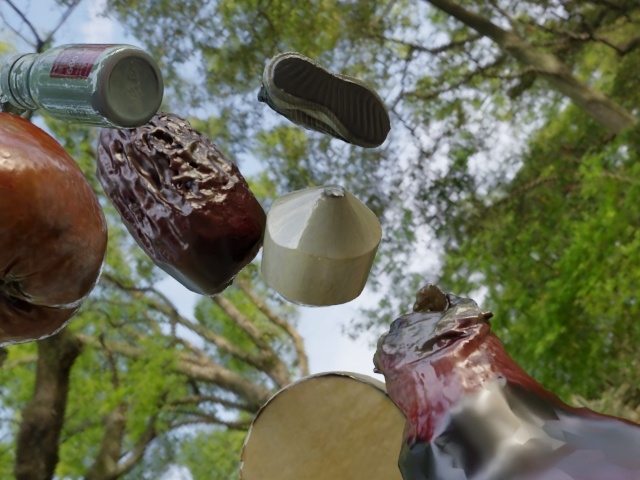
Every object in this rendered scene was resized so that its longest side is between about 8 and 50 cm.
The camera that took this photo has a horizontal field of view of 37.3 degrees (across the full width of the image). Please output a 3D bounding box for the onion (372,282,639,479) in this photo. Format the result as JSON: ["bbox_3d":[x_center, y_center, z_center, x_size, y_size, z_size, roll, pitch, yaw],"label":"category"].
[{"bbox_3d":[0.148,0.213,0.591,0.398,0.421,0.398,-8,-20,-3],"label":"onion"}]

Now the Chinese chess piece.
[{"bbox_3d":[0.022,0.295,1.210,0.257,0.257,0.104,-47,-22,-5],"label":"Chinese chess piece"}]

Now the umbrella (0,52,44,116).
[{"bbox_3d":[-0.412,-0.188,1.276,0.188,0.046,0.050,-38,12,33],"label":"umbrella"}]

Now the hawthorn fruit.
[{"bbox_3d":[-0.314,-0.018,0.910,0.235,0.231,0.263,50,-140,-29],"label":"hawthorn fruit"}]

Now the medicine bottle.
[{"bbox_3d":[-0.272,-0.174,1.054,0.090,0.216,0.091,-13,-72,-46],"label":"medicine bottle"}]

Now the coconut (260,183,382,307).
[{"bbox_3d":[0.000,0.000,1.618,0.202,0.202,0.222,-21,-41,-40],"label":"coconut"}]

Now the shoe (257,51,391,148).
[{"bbox_3d":[0.000,-0.213,1.492,0.227,0.112,0.099,26,-107,-23],"label":"shoe"}]

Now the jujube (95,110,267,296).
[{"bbox_3d":[-0.248,-0.073,1.733,0.258,0.377,0.258,-30,-13,-8],"label":"jujube"}]
